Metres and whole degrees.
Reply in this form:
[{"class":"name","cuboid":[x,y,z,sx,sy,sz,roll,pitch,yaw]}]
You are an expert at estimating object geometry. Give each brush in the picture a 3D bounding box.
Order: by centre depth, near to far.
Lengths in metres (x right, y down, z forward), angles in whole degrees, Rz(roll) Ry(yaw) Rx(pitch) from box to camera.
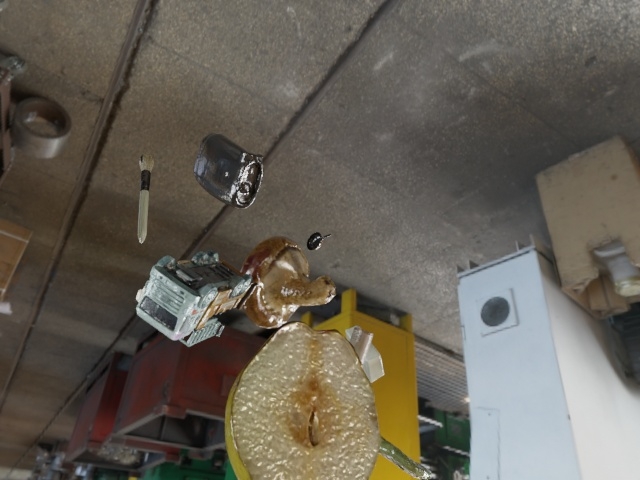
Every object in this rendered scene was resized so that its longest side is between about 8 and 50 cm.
[{"class":"brush","cuboid":[-0.475,-0.121,1.345,0.039,0.299,0.042,6,144,-21]}]

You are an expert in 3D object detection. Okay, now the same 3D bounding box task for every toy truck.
[{"class":"toy truck","cuboid":[-0.167,0.081,0.656,0.080,0.115,0.178,33,-172,12]}]

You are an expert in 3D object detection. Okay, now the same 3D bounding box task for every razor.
[{"class":"razor","cuboid":[-0.320,-0.241,1.688,0.114,0.349,0.204,8,107,-39]}]

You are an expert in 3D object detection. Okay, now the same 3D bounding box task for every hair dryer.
[{"class":"hair dryer","cuboid":[0.046,0.315,1.309,0.054,0.195,0.220,23,171,-19]}]

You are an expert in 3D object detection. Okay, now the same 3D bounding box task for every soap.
[{"class":"soap","cuboid":[0.159,0.406,1.804,0.064,0.183,0.121,-22,123,-13]}]

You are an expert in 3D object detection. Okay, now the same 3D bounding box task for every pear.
[{"class":"pear","cuboid":[-0.058,0.385,1.068,0.341,0.386,0.191,21,142,-22]}]

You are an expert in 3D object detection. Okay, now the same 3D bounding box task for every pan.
[{"class":"pan","cuboid":[0.001,0.000,1.690,0.115,0.068,0.023,-18,143,42]}]

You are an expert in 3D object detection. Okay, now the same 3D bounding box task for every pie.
[{"class":"pie","cuboid":[0.200,0.558,1.285,0.187,0.041,0.187,32,164,11]}]

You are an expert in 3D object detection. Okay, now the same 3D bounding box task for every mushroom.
[{"class":"mushroom","cuboid":[-0.120,0.117,1.480,0.267,0.267,0.255,26,144,-28]}]
